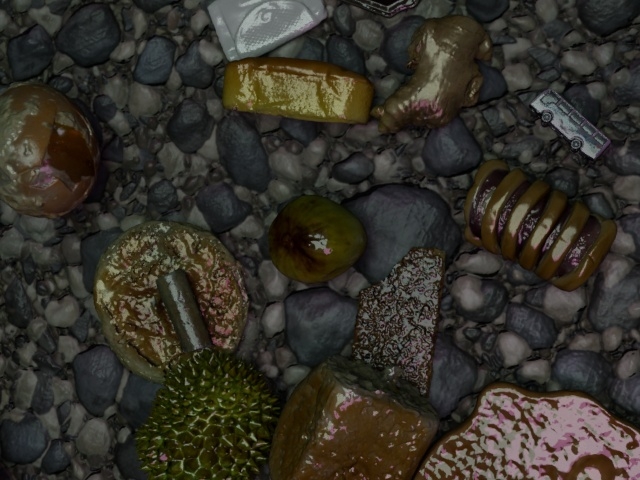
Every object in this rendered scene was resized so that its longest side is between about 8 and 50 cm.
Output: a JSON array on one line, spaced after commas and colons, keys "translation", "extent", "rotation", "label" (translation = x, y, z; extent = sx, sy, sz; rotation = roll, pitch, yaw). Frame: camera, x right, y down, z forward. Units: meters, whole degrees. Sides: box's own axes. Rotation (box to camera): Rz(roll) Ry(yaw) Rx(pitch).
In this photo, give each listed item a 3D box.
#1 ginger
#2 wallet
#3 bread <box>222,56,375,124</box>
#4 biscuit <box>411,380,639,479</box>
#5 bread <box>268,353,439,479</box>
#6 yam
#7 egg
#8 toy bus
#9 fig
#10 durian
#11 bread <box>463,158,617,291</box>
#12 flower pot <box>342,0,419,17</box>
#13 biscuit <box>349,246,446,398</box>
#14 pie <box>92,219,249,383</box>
[{"translation": [0.178, -0.242, 1.567], "extent": [0.137, 0.074, 0.213], "rotation": [28, 85, 7], "label": "ginger"}, {"translation": [-0.087, -0.373, 1.664], "extent": [0.183, 0.032, 0.124], "rotation": [-25, 78, 11], "label": "wallet"}, {"translation": [-0.035, -0.236, 1.608], "extent": [0.245, 0.102, 0.094], "rotation": [8, 94, 15], "label": "bread"}, {"translation": [0.328, 0.396, 1.480], "extent": [0.385, 0.062, 0.365], "rotation": [33, 100, 14], "label": "biscuit"}, {"translation": [0.046, 0.278, 1.497], "extent": [0.195, 0.176, 0.246], "rotation": [22, 104, -23], "label": "bread"}, {"translation": [-0.211, 0.112, 1.591], "extent": [0.054, 0.054, 0.132], "rotation": [-23, 86, 11], "label": "yam"}, {"translation": [-0.456, -0.148, 1.653], "extent": [0.195, 0.195, 0.233], "rotation": [-12, 70, 12], "label": "egg"}, {"translation": [0.374, -0.174, 1.534], "extent": [0.052, 0.037, 0.130], "rotation": [-46, 78, 4], "label": "toy bus"}, {"translation": [-0.007, -0.001, 1.567], "extent": [0.153, 0.121, 0.136], "rotation": [12, 93, 14], "label": "fig"}, {"translation": [-0.169, 0.288, 1.554], "extent": [0.200, 0.176, 0.237], "rotation": [37, 84, -25], "label": "durian"}, {"translation": [0.317, -0.022, 1.513], "extent": [0.225, 0.081, 0.134], "rotation": [28, 93, 13], "label": "bread"}, {"translation": [0.102, -0.491, 1.602], "extent": [0.179, 0.084, 0.251], "rotation": [23, 92, 14], "label": "flower pot"}, {"translation": [0.117, 0.122, 1.577], "extent": [0.131, 0.026, 0.237], "rotation": [7, 88, 12], "label": "biscuit"}, {"translation": [-0.246, 0.100, 1.651], "extent": [0.274, 0.055, 0.274], "rotation": [0, 90, 11], "label": "pie"}]
